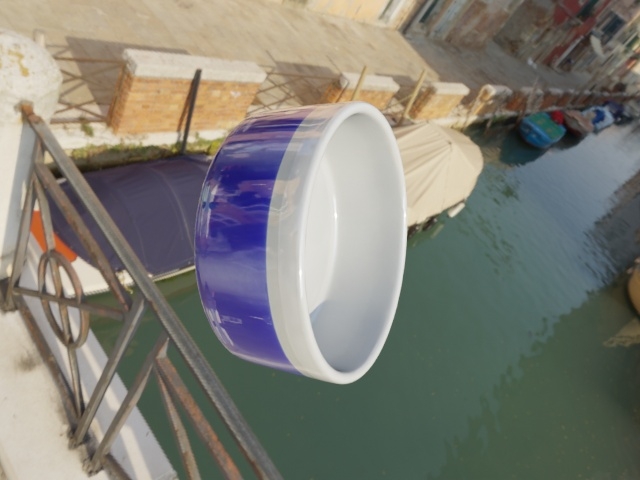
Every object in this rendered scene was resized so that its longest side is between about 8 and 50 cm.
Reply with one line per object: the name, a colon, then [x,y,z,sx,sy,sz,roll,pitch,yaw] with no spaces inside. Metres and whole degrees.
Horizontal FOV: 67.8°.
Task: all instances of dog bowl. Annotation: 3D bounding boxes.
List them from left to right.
dog bowl: [0.000,0.000,0.477,0.104,0.264,0.265,4,24,27]
